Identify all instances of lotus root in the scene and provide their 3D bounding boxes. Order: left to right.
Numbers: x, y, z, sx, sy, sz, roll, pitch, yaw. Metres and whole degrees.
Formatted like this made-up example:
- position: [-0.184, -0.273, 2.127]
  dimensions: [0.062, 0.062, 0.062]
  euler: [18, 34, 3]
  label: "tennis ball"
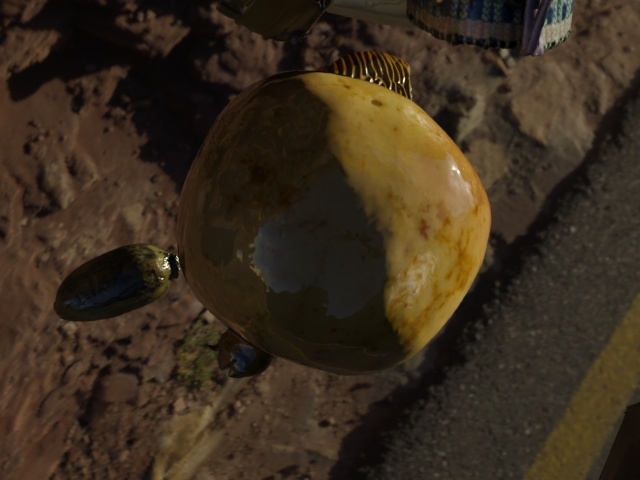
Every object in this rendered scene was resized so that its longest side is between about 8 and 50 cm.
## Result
- position: [-0.270, 0.054, 1.390]
  dimensions: [0.179, 0.089, 0.081]
  euler: [-20, 63, 0]
  label: "lotus root"

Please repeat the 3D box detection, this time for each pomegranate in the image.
- position: [0.000, 0.000, 1.095]
  dimensions: [0.342, 0.342, 0.343]
  euler: [8, 71, -25]
  label: "pomegranate"

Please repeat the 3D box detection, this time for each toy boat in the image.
- position: [-0.034, -0.387, 1.435]
  dimensions: [0.162, 0.136, 0.445]
  euler: [42, 30, -9]
  label: "toy boat"

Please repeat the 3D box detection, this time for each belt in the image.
- position: [0.199, -0.325, 1.212]
  dimensions: [0.206, 0.161, 0.295]
  euler: [8, 23, 9]
  label: "belt"

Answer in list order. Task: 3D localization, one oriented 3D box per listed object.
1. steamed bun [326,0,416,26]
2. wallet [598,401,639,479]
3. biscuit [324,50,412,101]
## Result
- position: [0.117, -0.466, 1.875]
  dimensions: [0.250, 0.200, 0.155]
  euler: [12, 96, 0]
  label: "steamed bun"
- position: [0.297, 0.279, 1.016]
  dimensions: [0.044, 0.169, 0.317]
  euler: [34, 64, -1]
  label: "wallet"
- position: [0.072, -0.197, 1.581]
  dimensions: [0.176, 0.031, 0.229]
  euler: [19, 58, -21]
  label: "biscuit"
